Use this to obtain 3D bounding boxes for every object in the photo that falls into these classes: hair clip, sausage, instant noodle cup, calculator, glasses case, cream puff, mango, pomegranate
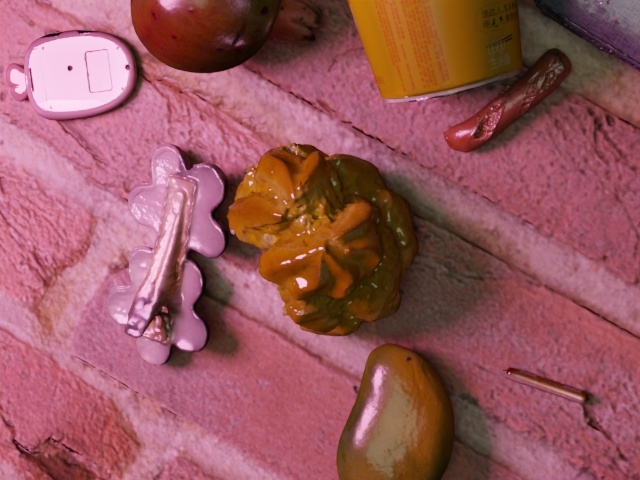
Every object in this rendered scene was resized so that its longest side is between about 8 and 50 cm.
[{"bbox_3d":[-0.176,0.021,1.352,0.146,0.075,0.257,18,95,30],"label":"hair clip"},{"bbox_3d":[0.200,-0.145,1.255,0.158,0.042,0.036,-37,125,17],"label":"sausage"},{"bbox_3d":[0.248,0.159,1.288,0.100,0.015,0.015,18,100,11],"label":"sausage"},{"bbox_3d":[0.111,-0.270,1.188,0.216,0.215,0.236,-11,103,15],"label":"instant noodle cup"},{"bbox_3d":[-0.294,-0.193,1.378,0.166,0.024,0.103,-6,95,14],"label":"calculator"},{"bbox_3d":[0.345,-0.222,1.191,0.282,0.067,0.109,33,100,5],"label":"glasses case"},{"bbox_3d":[0.005,-0.003,1.250,0.195,0.195,0.221,-36,90,15],"label":"cream puff"},{"bbox_3d":[0.086,0.216,1.299,0.122,0.085,0.191,20,102,14],"label":"mango"},{"bbox_3d":[-0.098,-0.259,1.262,0.210,0.180,0.180,17,103,-25],"label":"pomegranate"}]
